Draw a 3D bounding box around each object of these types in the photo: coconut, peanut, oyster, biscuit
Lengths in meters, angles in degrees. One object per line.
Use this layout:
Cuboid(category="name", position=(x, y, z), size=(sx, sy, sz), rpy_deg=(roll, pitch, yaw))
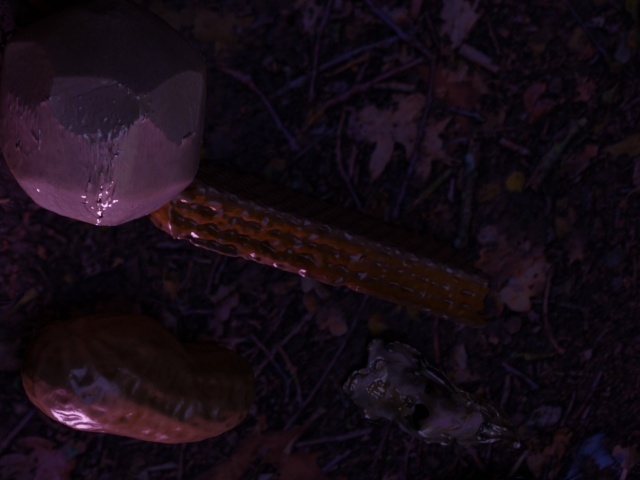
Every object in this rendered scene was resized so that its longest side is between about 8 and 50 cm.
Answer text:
Cuboid(category="coconut", position=(-0.161, -0.104, 1.312), size=(0.161, 0.161, 0.162), rpy_deg=(-10, 127, -26))
Cuboid(category="peanut", position=(-0.149, 0.117, 1.482), size=(0.226, 0.095, 0.108), rpy_deg=(17, 110, -37))
Cuboid(category="oyster", position=(0.102, 0.155, 1.694), size=(0.106, 0.061, 0.200), rpy_deg=(-32, 127, 11))
Cuboid(category="biscuit", position=(0.000, 0.000, 1.508), size=(0.379, 0.094, 0.054), rpy_deg=(18, 105, -36))

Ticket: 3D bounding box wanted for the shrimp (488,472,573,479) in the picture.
Cuboid(category="shrimp", position=(0.168, 0.280, 1.776), size=(0.233, 0.079, 0.090), rpy_deg=(-21, 141, -26))
